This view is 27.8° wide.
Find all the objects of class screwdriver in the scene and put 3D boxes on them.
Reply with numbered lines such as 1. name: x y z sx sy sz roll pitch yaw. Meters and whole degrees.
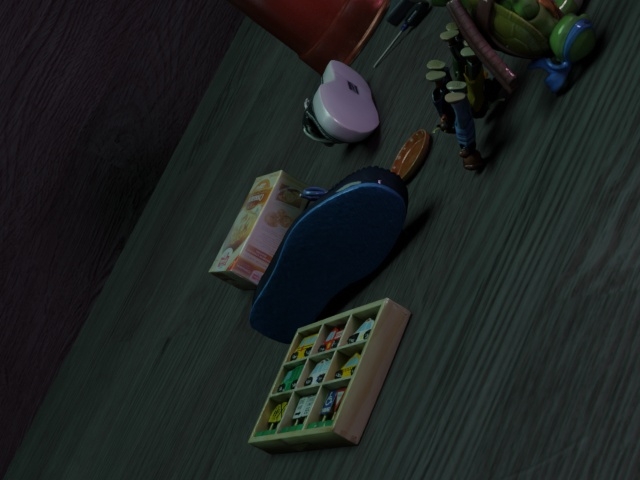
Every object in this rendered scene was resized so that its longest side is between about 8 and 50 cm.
1. screwdriver: 0.124 -0.333 2.094 0.170 0.025 0.024 -43 23 45

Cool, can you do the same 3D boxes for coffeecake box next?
1. coffeecake box: -0.099 -0.015 2.137 0.185 0.068 0.142 -64 17 -11

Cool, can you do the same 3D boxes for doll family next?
1. doll family: 0.167 -0.163 1.511 0.193 0.076 0.111 -61 -31 -41

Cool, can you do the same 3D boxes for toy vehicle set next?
1. toy vehicle set: 0.005 0.168 1.544 0.267 0.035 0.166 -26 37 64

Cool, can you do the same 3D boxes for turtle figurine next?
1. turtle figurine: 0.212 -0.319 1.431 0.198 0.266 0.274 -25 -51 -45

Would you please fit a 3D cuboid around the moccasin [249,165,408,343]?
1. moccasin: 0.000 0.000 1.682 0.342 0.138 0.117 -44 18 43

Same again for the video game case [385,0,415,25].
1. video game case: 0.193 -0.510 2.195 0.196 0.026 0.274 -45 21 44

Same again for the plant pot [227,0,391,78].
1. plant pot: -0.031 -0.474 2.379 0.272 0.265 0.272 -52 18 24

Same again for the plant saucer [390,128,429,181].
1. plant saucer: 0.120 -0.109 1.724 0.083 0.013 0.083 -52 17 24

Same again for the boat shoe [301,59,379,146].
1. boat shoe: 0.018 -0.195 2.027 0.102 0.108 0.301 -55 14 19
